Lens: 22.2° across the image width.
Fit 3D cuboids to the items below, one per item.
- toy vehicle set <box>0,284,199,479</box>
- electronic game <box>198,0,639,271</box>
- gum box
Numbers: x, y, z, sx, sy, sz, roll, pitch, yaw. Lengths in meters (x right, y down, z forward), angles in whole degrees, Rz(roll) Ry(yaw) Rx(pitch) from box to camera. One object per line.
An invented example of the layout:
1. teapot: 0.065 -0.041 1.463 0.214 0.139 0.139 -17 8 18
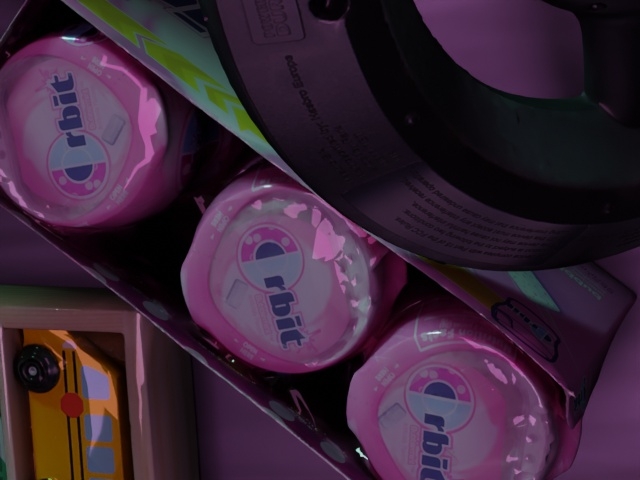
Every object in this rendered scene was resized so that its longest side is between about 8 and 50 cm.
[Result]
1. toy vehicle set: -0.121 0.148 0.584 0.166 0.035 0.267 0 101 20
2. electronic game: 0.073 -0.098 0.384 0.048 0.229 0.229 39 117 51
3. gum box: 0.000 0.000 0.472 0.188 0.107 0.062 38 110 9
